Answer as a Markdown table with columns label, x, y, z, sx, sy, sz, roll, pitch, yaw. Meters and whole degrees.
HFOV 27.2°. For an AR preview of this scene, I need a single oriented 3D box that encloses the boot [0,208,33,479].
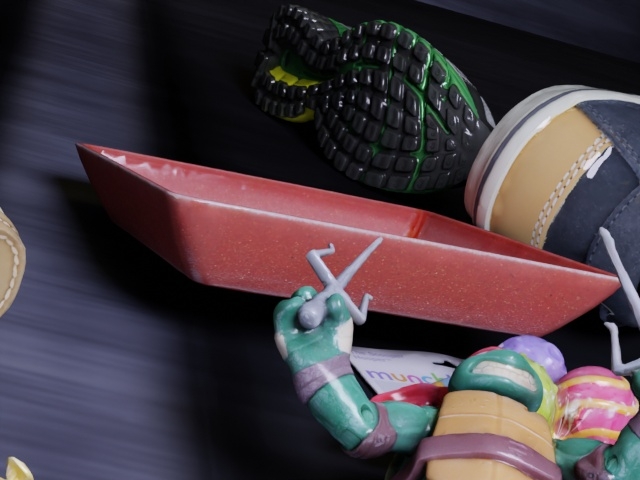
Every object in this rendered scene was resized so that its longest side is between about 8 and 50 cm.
| label | x | y | z | sx | sy | sz | roll | pitch | yaw |
| --- | --- | --- | --- | --- | --- | --- | --- | --- | --- |
| boot | -0.150 | 0.056 | 0.426 | 0.203 | 0.095 | 0.262 | 25 | 20 | 27 |

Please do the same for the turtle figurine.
| label | x | y | z | sx | sy | sz | roll | pitch | yaw |
| --- | --- | --- | --- | --- | --- | --- | --- | --- | --- |
| turtle figurine | 0.068 | 0.085 | 0.515 | 0.175 | 0.118 | 0.234 | -1 | 32 | 9 |

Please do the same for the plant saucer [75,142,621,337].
| label | x | y | z | sx | sy | sz | roll | pitch | yaw |
| --- | --- | --- | --- | --- | --- | --- | --- | --- | --- |
| plant saucer | 0.000 | 0.000 | 0.773 | 0.259 | 0.047 | 0.258 | 11 | 5 | -22 |

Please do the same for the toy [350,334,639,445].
| label | x | y | z | sx | sy | sz | roll | pitch | yaw |
| --- | --- | --- | --- | --- | --- | --- | --- | --- | --- |
| toy | 0.120 | 0.090 | 0.658 | 0.137 | 0.056 | 0.237 | 10 | 18 | -26 |

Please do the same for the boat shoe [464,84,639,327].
| label | x | y | z | sx | sy | sz | roll | pitch | yaw |
| --- | --- | --- | --- | --- | --- | --- | --- | --- | --- |
| boat shoe | 0.322 | -0.013 | 0.984 | 0.500 | 0.187 | 0.156 | 1 | 32 | -42 |

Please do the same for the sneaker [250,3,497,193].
| label | x | y | z | sx | sy | sz | roll | pitch | yaw |
| --- | --- | --- | --- | --- | --- | --- | --- | --- | --- |
| sneaker | 0.068 | -0.133 | 1.185 | 0.146 | 0.134 | 0.343 | 9 | 18 | -28 |
